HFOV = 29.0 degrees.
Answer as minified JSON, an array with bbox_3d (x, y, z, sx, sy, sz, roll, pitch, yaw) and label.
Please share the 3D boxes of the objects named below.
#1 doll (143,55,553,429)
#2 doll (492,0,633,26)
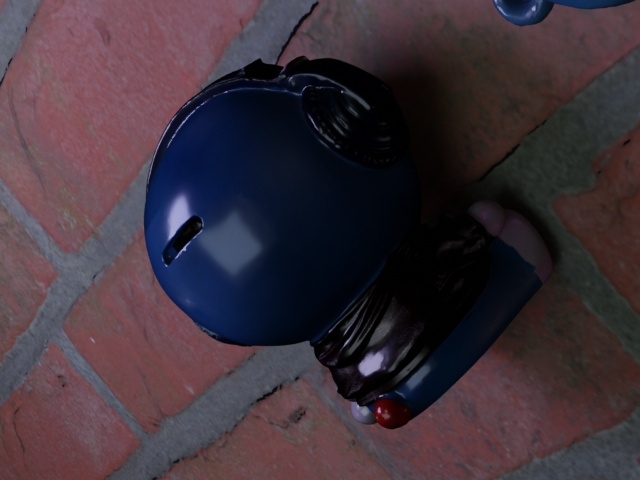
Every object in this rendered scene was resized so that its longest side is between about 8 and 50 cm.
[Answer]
[{"bbox_3d":[0.000,0.000,1.009,0.310,0.240,0.284,44,128,1],"label":"doll"},{"bbox_3d":[0.190,-0.238,0.710,0.346,0.099,0.341,45,143,13],"label":"doll"}]
